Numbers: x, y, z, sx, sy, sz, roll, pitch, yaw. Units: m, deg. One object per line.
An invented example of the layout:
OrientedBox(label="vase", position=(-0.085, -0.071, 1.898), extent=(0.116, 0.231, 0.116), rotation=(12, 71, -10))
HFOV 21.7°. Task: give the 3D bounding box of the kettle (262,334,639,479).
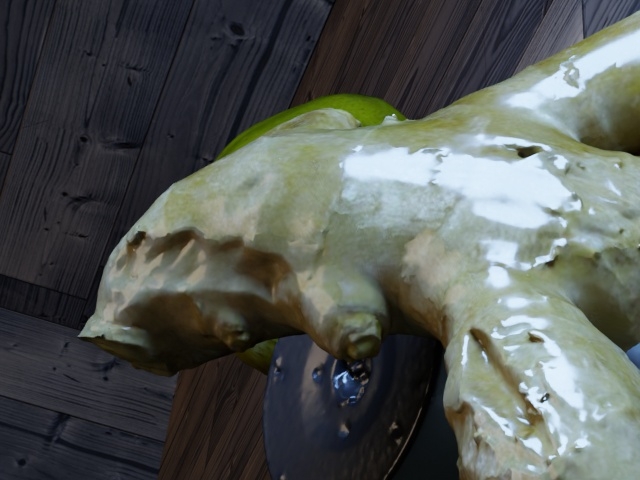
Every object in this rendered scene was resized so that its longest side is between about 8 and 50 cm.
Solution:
OrientedBox(label="kettle", position=(0.122, 0.082, 0.933), extent=(0.221, 0.236, 0.161), rotation=(-57, 32, 21))

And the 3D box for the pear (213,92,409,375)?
OrientedBox(label="pear", position=(0.000, 0.000, 1.653), extent=(0.294, 0.294, 0.294), rotation=(-163, 90, -81))

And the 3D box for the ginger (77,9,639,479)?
OrientedBox(label="ginger", position=(0.088, -0.021, 0.785), extent=(0.363, 0.348, 0.122), rotation=(-53, -36, -26))
